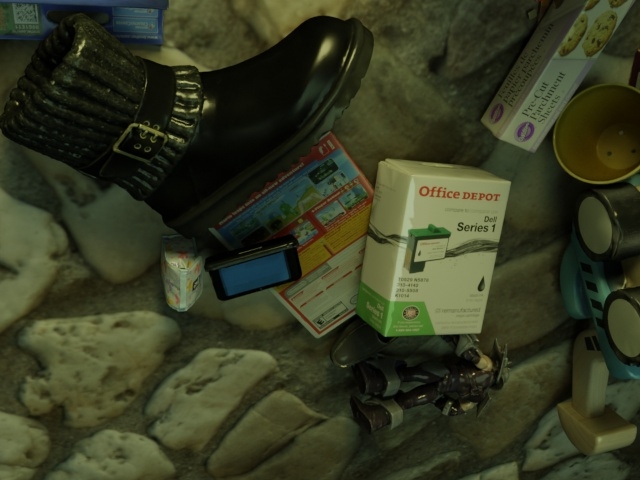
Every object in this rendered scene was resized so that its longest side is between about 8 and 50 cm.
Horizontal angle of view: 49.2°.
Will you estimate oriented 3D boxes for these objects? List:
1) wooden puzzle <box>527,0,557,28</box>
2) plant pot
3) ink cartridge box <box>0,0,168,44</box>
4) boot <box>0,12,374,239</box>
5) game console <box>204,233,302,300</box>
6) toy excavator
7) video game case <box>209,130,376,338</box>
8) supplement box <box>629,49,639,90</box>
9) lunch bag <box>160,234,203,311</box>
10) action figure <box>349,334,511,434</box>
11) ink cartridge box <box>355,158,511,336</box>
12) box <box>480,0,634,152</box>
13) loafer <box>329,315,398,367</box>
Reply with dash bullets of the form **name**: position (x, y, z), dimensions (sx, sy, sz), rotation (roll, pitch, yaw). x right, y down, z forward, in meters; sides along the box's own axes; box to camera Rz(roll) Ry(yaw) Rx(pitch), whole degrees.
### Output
- **wooden puzzle**: position (0.297, -0.293, 0.877), dimensions (0.083, 0.006, 0.049), rotation (-10, 125, -12)
- **plant pot**: position (0.399, -0.136, 0.951), dimensions (0.095, 0.134, 0.134), rotation (8, 124, -52)
- **ink cartridge box**: position (-0.235, -0.331, 0.653), dimensions (0.185, 0.065, 0.311), rotation (-3, 126, -16)
- **boot**: position (-0.140, -0.165, 0.736), dimensions (0.348, 0.131, 0.260), rotation (-40, 125, 18)
- **game console**: position (-0.084, 0.041, 0.915), dimensions (0.122, 0.107, 0.071), rotation (-16, 98, -6)
- **toy excavator**: position (0.485, 0.131, 1.105), dimensions (0.222, 0.445, 0.433), rotation (-11, 82, -9)
- **video game case**: position (0.000, 0.000, 0.970), dimensions (0.204, 0.025, 0.285), rotation (-35, 126, 8)
- **supplement box**: position (0.530, -0.216, 0.941), dimensions (0.188, 0.104, 0.081), rotation (-10, 125, -11)
- **lunch bag**: position (-0.179, 0.042, 0.906), dimensions (0.053, 0.083, 0.071), rotation (-3, 123, -15)
- **action figure**: position (0.192, 0.227, 1.144), dimensions (0.285, 0.099, 0.185), rotation (-4, 117, -19)
- **ink cartridge box**: position (0.149, 0.010, 0.942), dimensions (0.160, 0.092, 0.219), rotation (1, 106, -23)
- **box**: position (0.316, -0.264, 0.857), dimensions (0.067, 0.063, 0.324), rotation (18, 116, -26)
- **loafer**: position (0.083, 0.137, 1.057), dimensions (0.170, 0.061, 0.062), rotation (-41, 99, 8)
